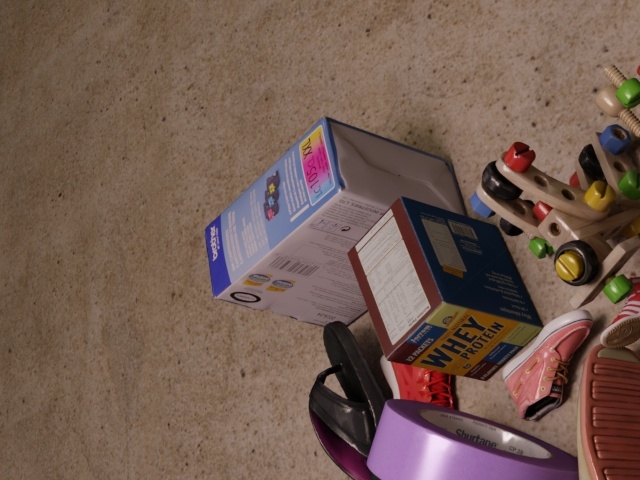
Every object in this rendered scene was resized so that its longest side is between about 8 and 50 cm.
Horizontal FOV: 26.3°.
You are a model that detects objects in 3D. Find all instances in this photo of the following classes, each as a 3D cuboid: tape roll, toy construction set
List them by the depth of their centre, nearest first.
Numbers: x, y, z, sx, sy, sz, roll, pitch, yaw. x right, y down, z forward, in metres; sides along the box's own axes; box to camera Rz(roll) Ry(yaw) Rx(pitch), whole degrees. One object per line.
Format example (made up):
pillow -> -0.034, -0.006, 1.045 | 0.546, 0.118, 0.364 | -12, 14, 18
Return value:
toy construction set -> 0.383, -0.052, 1.785 | 0.309, 0.257, 0.237 | -46, 61, 18
tape roll -> 0.204, 0.296, 1.807 | 0.275, 0.274, 0.090 | 21, 96, 54

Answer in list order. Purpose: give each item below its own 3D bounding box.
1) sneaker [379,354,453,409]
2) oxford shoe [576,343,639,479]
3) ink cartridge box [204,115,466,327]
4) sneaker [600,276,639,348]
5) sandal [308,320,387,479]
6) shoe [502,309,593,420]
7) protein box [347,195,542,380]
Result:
sneaker -> 0.167, 0.209, 2.049 | 0.128, 0.087, 0.221 | -56, 41, 26
oxford shoe -> 0.367, 0.320, 1.706 | 0.146, 0.140, 0.397 | 121, 156, -54
ink cartridge box -> 0.000, 0.000, 2.188 | 0.395, 0.270, 0.151 | -41, 46, 37
sneaker -> 0.402, 0.091, 1.784 | 0.118, 0.042, 0.067 | -32, 36, -8
sandal -> 0.055, 0.303, 2.086 | 0.167, 0.107, 0.446 | 88, 165, -50
shoe -> 0.322, 0.174, 1.879 | 0.178, 0.063, 0.081 | -49, 44, 38
protein box -> 0.178, 0.072, 1.984 | 0.136, 0.199, 0.201 | -48, 44, 32
